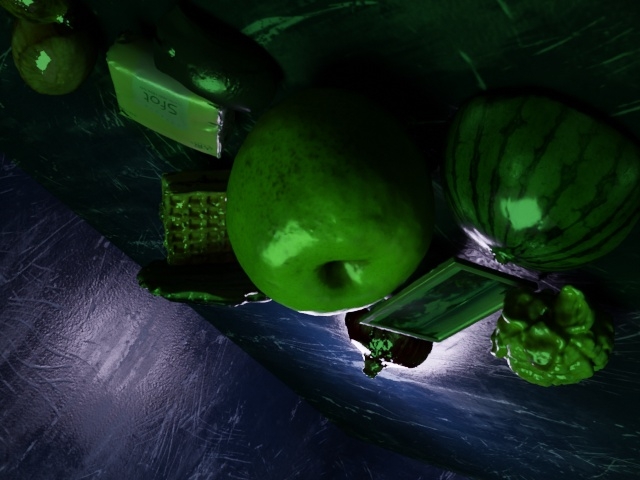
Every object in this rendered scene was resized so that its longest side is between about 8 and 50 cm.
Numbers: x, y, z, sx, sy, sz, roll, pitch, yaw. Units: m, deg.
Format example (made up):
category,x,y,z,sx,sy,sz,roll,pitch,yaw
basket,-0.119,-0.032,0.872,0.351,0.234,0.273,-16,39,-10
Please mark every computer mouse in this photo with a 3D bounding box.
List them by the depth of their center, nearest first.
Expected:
category,x,y,z,sx,sy,sz,roll,pitch,yaw
computer mouse,-0.208,-0.326,1.353,0.264,0.088,0.147,32,129,9

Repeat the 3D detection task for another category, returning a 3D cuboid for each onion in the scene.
category,x,y,z,sx,sy,sz,roll,pitch,yaw
onion,0.172,0.260,1.946,0.252,0.219,0.252,29,167,7

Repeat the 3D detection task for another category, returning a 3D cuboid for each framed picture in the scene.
category,x,y,z,sx,sy,sz,roll,pitch,yaw
framed picture,0.262,0.132,1.546,0.231,0.024,0.315,17,145,-28

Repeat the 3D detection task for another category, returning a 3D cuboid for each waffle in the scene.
category,x,y,z,sx,sy,sz,roll,pitch,yaw
waffle,-0.300,-0.052,1.890,0.212,0.091,0.308,-2,142,-11

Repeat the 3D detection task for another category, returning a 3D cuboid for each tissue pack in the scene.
category,x,y,z,sx,sy,sz,roll,pitch,yaw
tissue pack,-0.301,-0.304,1.535,0.256,0.123,0.215,24,156,4

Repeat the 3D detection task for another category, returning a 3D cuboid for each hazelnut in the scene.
category,x,y,z,sx,sy,sz,roll,pitch,yaw
hazelnut,-0.586,-0.428,1.612,0.214,0.176,0.215,27,124,47

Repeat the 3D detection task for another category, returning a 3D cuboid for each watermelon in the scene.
category,x,y,z,sx,sy,sz,roll,pitch,yaw
watermelon,0.312,-0.063,1.124,0.330,0.189,0.331,23,154,12

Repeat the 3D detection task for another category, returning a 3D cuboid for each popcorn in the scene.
category,x,y,z,sx,sy,sz,roll,pitch,yaw
popcorn,0.445,0.177,1.427,0.234,0.181,0.217,9,150,25

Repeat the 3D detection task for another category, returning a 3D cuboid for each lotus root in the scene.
category,x,y,z,sx,sy,sz,roll,pitch,yaw
lotus root,-0.586,-0.515,1.451,0.260,0.128,0.145,40,119,-10

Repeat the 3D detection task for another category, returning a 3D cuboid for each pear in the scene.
category,x,y,z,sx,sy,sz,roll,pitch,yaw
pear,0.014,-0.081,1.252,0.391,0.391,0.391,28,158,12

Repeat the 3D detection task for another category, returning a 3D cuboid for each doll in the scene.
category,x,y,z,sx,sy,sz,roll,pitch,yaw
doll,0.185,0.092,1.649,0.228,0.154,0.258,6,147,-14

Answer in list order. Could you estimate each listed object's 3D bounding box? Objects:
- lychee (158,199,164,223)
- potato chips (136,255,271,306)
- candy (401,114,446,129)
category,x,y,z,sx,sy,sz,roll,pitch,yaw
lychee,-0.364,-0.080,2.051,0.165,0.165,0.197,24,-179,22
potato chips,-0.280,0.090,2.008,0.358,0.428,0.070,-127,37,-63
candy,0.174,-0.201,1.236,0.083,0.025,0.023,1,111,33
